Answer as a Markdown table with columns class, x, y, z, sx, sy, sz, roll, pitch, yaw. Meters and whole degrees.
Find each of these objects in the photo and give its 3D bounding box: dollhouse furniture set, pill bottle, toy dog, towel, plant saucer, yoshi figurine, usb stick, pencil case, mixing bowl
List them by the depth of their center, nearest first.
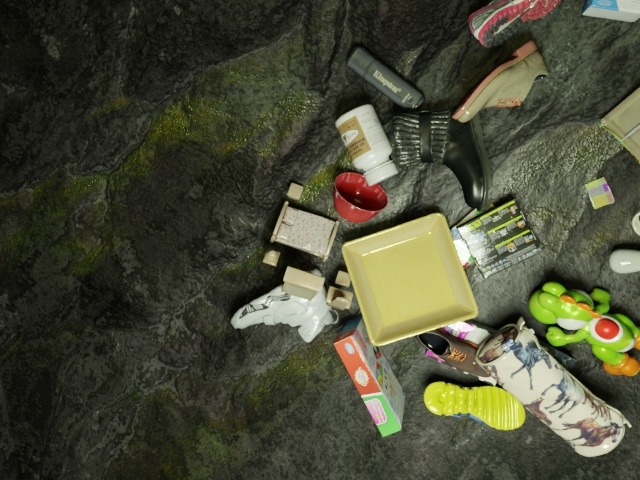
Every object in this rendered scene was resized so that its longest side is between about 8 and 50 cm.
| class | x | y | z | sx | sy | sz | roll | pitch | yaw |
| --- | --- | --- | --- | --- | --- | --- | --- | --- | --- |
| dollhouse furniture set | 0.984 | -0.361 | 1.307 | 0.301 | 0.151 | 0.197 | -46 | 64 | 31 |
| toy dog | 1.021 | 0.043 | 1.329 | 0.333 | 0.161 | 0.220 | 21 | 105 | 25 |
| pencil case | 0.654 | 0.417 | 1.335 | 0.410 | 0.160 | 0.183 | 42 | 118 | 5 |
| yoshi figurine | 0.773 | 0.237 | 1.394 | 0.362 | 0.203 | 0.203 | 34 | 131 | -7 |
| towel | 0.829 | -0.140 | 1.397 | 0.060 | 0.009 | 0.083 | -24 | 91 | 15 |
| plant saucer | 0.270 | 0.121 | 1.458 | 0.332 | 0.081 | 0.333 | -18 | 80 | 6 |
| pill bottle | 0.149 | -0.294 | 1.470 | 0.131 | 0.131 | 0.229 | -25 | 91 | 15 |
| dollhouse furniture set | 0.000 | 0.000 | 1.476 | 0.303 | 0.174 | 0.355 | 19 | 72 | -4 |
| usb stick | 0.203 | -0.504 | 1.476 | 0.278 | 0.045 | 0.077 | 39 | 103 | 5 |
| mixing bowl | 0.113 | -0.122 | 1.497 | 0.181 | 0.181 | 0.098 | 32 | 132 | 7 |

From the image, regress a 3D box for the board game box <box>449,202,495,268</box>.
| class | x | y | z | sx | sy | sz | roll | pitch | yaw |
| --- | --- | --- | --- | --- | --- | --- | --- | --- | --- |
| board game box | 0.467 | -0.002 | 1.487 | 0.259 | 0.039 | 0.124 | -43 | 87 | 11 |

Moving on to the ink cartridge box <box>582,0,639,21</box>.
| class | x | y | z | sx | sy | sz | roll | pitch | yaw |
| --- | --- | --- | --- | --- | --- | --- | --- | --- | --- |
| ink cartridge box | 0.829 | -0.718 | 1.288 | 0.139 | 0.082 | 0.191 | 14 | 101 | 11 |

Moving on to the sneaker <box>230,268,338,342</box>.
| class | x | y | z | sx | sy | sz | roll | pitch | yaw |
| --- | --- | --- | --- | --- | --- | --- | --- | --- | --- |
| sneaker | -0.120 | 0.262 | 1.597 | 0.366 | 0.137 | 0.210 | -29 | 87 | 11 |

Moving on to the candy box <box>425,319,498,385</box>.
| class | x | y | z | sx | sy | sz | roll | pitch | yaw |
| --- | --- | --- | --- | --- | --- | --- | --- | --- | --- |
| candy box | 0.475 | 0.338 | 1.507 | 0.233 | 0.071 | 0.159 | 23 | 101 | 10 |

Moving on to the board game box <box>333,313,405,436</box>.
| class | x | y | z | sx | sy | sz | roll | pitch | yaw |
| --- | --- | --- | --- | --- | --- | --- | --- | --- | --- |
| board game box | 0.165 | 0.417 | 1.501 | 0.064 | 0.242 | 0.316 | -28 | 89 | 15 |

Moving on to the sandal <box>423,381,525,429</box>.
| class | x | y | z | sx | sy | sz | roll | pitch | yaw |
| --- | --- | --- | --- | --- | --- | --- | --- | --- | --- |
| sandal | 0.485 | 0.519 | 1.503 | 0.317 | 0.138 | 0.126 | 13 | 74 | 9 |

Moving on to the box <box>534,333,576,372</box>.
| class | x | y | z | sx | sy | sz | roll | pitch | yaw |
| --- | --- | --- | --- | --- | --- | --- | --- | --- | --- |
| box | 0.669 | 0.383 | 1.458 | 0.156 | 0.093 | 0.158 | 27 | 101 | 8 |

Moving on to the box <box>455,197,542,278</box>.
| class | x | y | z | sx | sy | sz | roll | pitch | yaw |
| --- | --- | --- | --- | --- | --- | --- | --- | --- | --- |
| box | 0.541 | -0.005 | 1.432 | 0.190 | 0.045 | 0.184 | -29 | 92 | 14 |

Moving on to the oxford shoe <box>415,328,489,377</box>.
| class | x | y | z | sx | sy | sz | roll | pitch | yaw |
| --- | --- | --- | --- | --- | --- | --- | --- | --- | --- |
| oxford shoe | 0.406 | 0.346 | 1.434 | 0.271 | 0.098 | 0.097 | 27 | 102 | 9 |

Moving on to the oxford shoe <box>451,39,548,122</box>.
| class | x | y | z | sx | sy | sz | roll | pitch | yaw |
| --- | --- | --- | --- | --- | --- | --- | --- | --- | --- |
| oxford shoe | 0.517 | -0.425 | 1.321 | 0.348 | 0.123 | 0.130 | -40 | 93 | -12 |

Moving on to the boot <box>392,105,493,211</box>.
| class | x | y | z | sx | sy | sz | roll | pitch | yaw |
| --- | --- | --- | --- | --- | --- | --- | --- | --- | --- |
| boot | 0.362 | -0.240 | 1.426 | 0.260 | 0.131 | 0.348 | -10 | 84 | 7 |

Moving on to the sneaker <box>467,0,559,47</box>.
| class | x | y | z | sx | sy | sz | roll | pitch | yaw |
| --- | --- | --- | --- | --- | --- | --- | --- | --- | --- |
| sneaker | 0.566 | -0.687 | 1.339 | 0.299 | 0.121 | 0.112 | -31 | 59 | 7 |
